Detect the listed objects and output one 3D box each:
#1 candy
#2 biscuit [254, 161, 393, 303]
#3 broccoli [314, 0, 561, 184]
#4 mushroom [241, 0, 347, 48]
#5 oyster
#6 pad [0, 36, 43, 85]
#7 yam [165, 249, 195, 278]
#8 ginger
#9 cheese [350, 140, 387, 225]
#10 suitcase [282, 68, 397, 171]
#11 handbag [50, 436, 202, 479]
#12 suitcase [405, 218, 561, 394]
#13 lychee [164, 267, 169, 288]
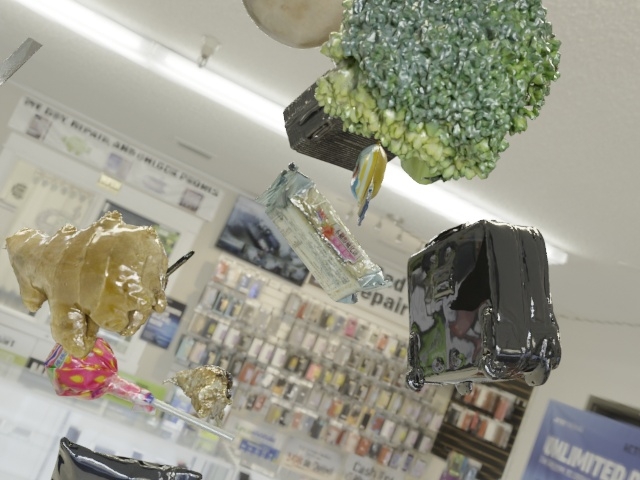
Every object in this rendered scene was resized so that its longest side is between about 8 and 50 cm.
[{"bbox_3d":[-0.319,0.277,1.200,0.365,0.124,0.124,23,-9,3],"label":"candy"},{"bbox_3d":[0.002,-0.002,1.350,0.309,0.079,0.186,52,-31,0],"label":"biscuit"},{"bbox_3d":[0.114,-0.220,0.839,0.249,0.302,0.375,5,46,-28],"label":"broccoli"},{"bbox_3d":[-0.022,-0.641,1.589,0.362,0.362,0.294,17,23,32],"label":"mushroom"},{"bbox_3d":[-0.239,0.315,1.392,0.161,0.107,0.233,33,-18,-10],"label":"oyster"},{"bbox_3d":[-0.808,-0.423,1.696,0.163,0.243,0.004,32,-13,50],"label":"pad"},{"bbox_3d":[-0.276,0.053,1.247,0.014,0.107,0.014,43,-19,18],"label":"yam"},{"bbox_3d":[-0.422,0.077,1.191,0.375,0.236,0.166,-6,5,43],"label":"ginger"},{"bbox_3d":[0.118,-0.145,1.653,0.069,0.270,0.177,16,-50,-6],"label":"cheese"},{"bbox_3d":[0.086,-0.318,1.848,0.335,0.152,0.229,14,-36,-41],"label":"suitcase"},{"bbox_3d":[-0.317,0.409,1.019,0.211,0.254,0.089,19,28,-14],"label":"handbag"},{"bbox_3d":[0.310,0.133,1.362,0.188,0.339,0.345,4,-18,-20],"label":"suitcase"},{"bbox_3d":[-0.416,0.072,1.437,0.194,0.194,0.194,22,-9,4],"label":"lychee"}]
